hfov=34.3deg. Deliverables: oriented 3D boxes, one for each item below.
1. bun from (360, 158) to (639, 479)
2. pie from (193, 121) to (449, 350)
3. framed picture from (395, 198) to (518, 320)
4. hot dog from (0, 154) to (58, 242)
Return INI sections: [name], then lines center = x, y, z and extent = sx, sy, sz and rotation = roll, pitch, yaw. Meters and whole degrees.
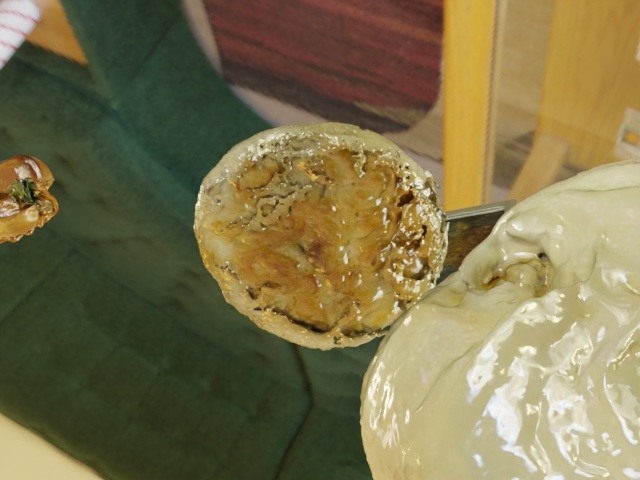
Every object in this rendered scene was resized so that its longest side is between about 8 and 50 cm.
[bun]
center = 0.187, 0.076, 0.774
extent = 0.213, 0.361, 0.361
rotation = 54, 151, -15
[pie]
center = 0.000, 0.000, 1.079
extent = 0.274, 0.055, 0.274
rotation = 0, 120, 0
[framed picture]
center = 0.107, 0.030, 1.233
extent = 0.250, 0.184, 0.016
rotation = -10, 126, 24
[hot dog]
center = -0.283, -0.028, 0.888
extent = 0.188, 0.072, 0.055
rotation = -8, 147, 43
